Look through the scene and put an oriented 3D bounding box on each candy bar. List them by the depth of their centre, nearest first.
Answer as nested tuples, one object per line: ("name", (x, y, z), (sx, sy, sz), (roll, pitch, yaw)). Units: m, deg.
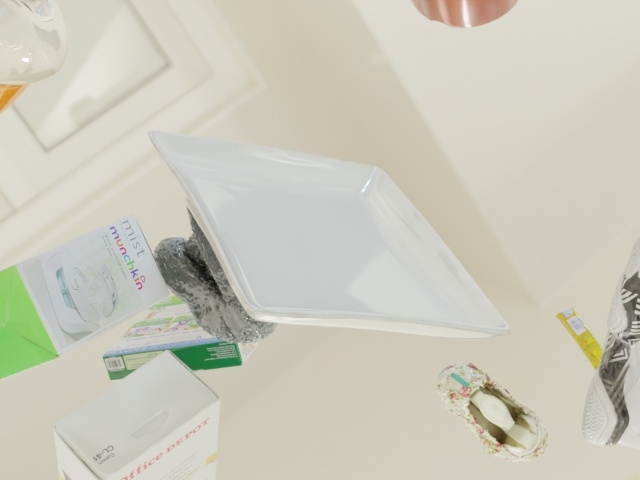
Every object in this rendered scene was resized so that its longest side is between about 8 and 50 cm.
("candy bar", (0.466, 0.179, 2.088), (0.040, 0.018, 0.161), (-27, -124, -6))

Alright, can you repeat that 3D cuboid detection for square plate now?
("square plate", (0.000, 0.000, 1.370), (0.347, 0.344, 0.049), (55, -51, 45))

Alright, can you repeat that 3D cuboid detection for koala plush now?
("koala plush", (-0.070, 0.020, 1.605), (0.221, 0.203, 0.196), (-23, 161, -41))

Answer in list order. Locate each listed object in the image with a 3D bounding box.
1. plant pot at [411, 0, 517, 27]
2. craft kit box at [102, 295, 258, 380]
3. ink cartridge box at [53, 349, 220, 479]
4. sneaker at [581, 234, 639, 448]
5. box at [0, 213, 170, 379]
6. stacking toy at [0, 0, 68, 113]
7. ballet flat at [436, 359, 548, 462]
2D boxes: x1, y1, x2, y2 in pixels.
("plant pot", (0.217, -0.489, 1.863), (0.272, 0.265, 0.272), (-5, -116, 9))
("craft kit box", (-0.215, 0.154, 2.069), (0.250, 0.061, 0.246), (-8, -159, 19))
("ink cartridge box", (-0.275, 0.346, 1.819), (0.131, 0.306, 0.226), (38, -127, 27))
("sneaker", (0.481, 0.144, 1.575), (0.210, 0.366, 0.137), (17, -146, 16))
("box", (-0.366, 0.089, 1.510), (0.262, 0.127, 0.231), (-21, -174, 33))
("stacking toy", (-0.476, -0.083, 1.085), (0.480, 0.350, 0.350), (-57, -169, 20))
("ballet flat", (0.250, 0.252, 1.656), (0.091, 0.241, 0.077), (-56, -148, -4))
